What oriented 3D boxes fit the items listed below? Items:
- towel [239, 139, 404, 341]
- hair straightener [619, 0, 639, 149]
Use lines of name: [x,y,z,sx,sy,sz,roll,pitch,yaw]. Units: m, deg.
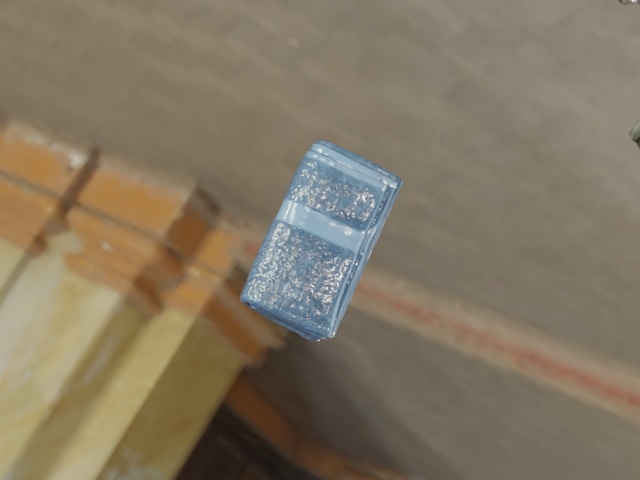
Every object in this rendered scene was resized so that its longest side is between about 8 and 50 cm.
towel: [0.000,0.000,1.065,0.067,0.119,0.029,26,172,-9]
hair straightener: [0.091,-0.077,0.457,0.089,0.047,0.230,46,-154,-6]
